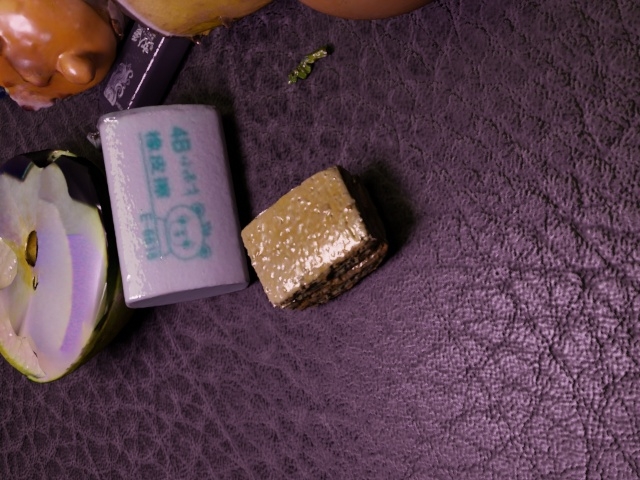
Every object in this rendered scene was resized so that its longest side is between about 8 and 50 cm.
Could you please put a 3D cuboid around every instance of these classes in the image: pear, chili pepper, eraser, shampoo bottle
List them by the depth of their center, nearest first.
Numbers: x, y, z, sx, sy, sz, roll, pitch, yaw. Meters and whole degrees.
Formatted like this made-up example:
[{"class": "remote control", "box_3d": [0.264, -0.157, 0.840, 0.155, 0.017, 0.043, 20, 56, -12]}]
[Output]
[{"class": "chili pepper", "box_3d": [-0.018, -0.254, 1.429, 0.083, 0.022, 0.027, -37, 64, 30]}, {"class": "eraser", "box_3d": [-0.223, -0.055, 1.500, 0.104, 0.189, 0.289, 135, 125, -70]}, {"class": "shampoo bottle", "box_3d": [-0.296, -0.272, 1.643, 0.098, 0.071, 0.309, 48, 120, 28]}, {"class": "pear", "box_3d": [-0.412, 0.037, 1.668, 0.399, 0.165, 0.398, -2, 87, 41]}]

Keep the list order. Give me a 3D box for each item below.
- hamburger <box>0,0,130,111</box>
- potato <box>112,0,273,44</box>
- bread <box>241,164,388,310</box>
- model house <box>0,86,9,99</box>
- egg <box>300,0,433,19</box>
[{"class": "hamburger", "box_3d": [-0.451, -0.345, 1.618, 0.276, 0.276, 0.236, -28, 48, 37]}, {"class": "potato", "box_3d": [-0.177, -0.503, 1.410, 0.296, 0.290, 0.397, -26, 89, 35]}, {"class": "bread", "box_3d": [0.000, 0.000, 1.352, 0.196, 0.102, 0.138, -38, 67, 30]}, {"class": "model house", "box_3d": [-0.626, -0.359, 1.869, 0.194, 0.170, 0.211, -20, 76, 37]}, {"class": "egg", "box_3d": [0.084, -0.434, 1.161, 0.374, 0.301, 0.301, -42, 62, 27]}]
